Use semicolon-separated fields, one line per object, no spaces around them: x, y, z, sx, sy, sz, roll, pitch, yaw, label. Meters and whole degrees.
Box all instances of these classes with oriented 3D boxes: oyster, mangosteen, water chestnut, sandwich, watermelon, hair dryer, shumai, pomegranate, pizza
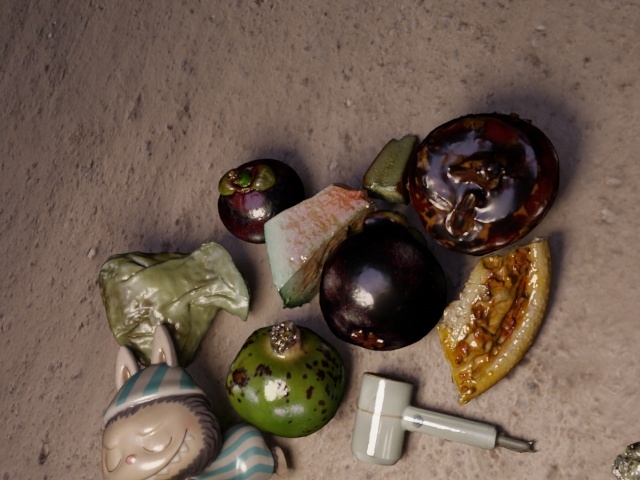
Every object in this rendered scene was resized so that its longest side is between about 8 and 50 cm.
0.595;0.390;1.018;0.177;0.064;0.124;-30;70;20;oyster
-0.154;-0.098;1.438;0.216;0.216;0.216;-7;75;26;mangosteen
0.311;-0.119;1.169;0.300;0.300;0.299;-7;75;26;water chestnut
0.160;-0.144;1.326;0.094;0.258;0.096;8;124;19;sandwich
0.132;0.071;1.229;0.275;0.275;0.302;-2;55;27;mangosteen
-0.015;-0.005;1.337;0.151;0.264;0.302;44;93;16;watermelon
0.241;0.381;1.193;0.357;0.107;0.173;8;84;23;hair dryer
-0.328;0.110;1.423;0.288;0.292;0.330;-36;100;29;shumai
-0.074;0.283;1.274;0.254;0.254;0.270;20;131;30;pomegranate
0.335;0.148;1.163;0.182;0.074;0.365;30;93;-15;pizza

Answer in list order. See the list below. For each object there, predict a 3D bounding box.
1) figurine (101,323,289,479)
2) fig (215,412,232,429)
-0.277;0.358;1.268;0.266;0.361;0.377;-18;77;49;figurine
-0.330;0.498;1.418;0.233;0.167;0.167;-48;61;17;fig
